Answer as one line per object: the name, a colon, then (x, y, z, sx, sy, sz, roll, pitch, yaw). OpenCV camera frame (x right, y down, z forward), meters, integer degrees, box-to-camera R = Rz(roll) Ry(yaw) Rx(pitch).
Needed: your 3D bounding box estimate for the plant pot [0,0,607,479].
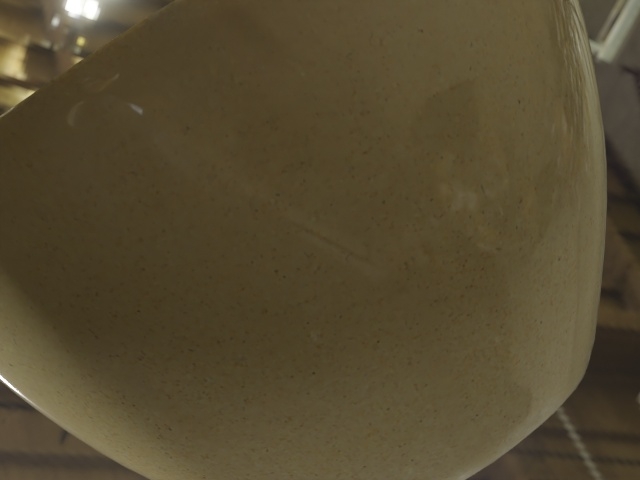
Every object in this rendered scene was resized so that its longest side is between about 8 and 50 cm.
plant pot: (0.000, 0.000, 0.593, 0.191, 0.284, 0.284, 57, -146, -4)
